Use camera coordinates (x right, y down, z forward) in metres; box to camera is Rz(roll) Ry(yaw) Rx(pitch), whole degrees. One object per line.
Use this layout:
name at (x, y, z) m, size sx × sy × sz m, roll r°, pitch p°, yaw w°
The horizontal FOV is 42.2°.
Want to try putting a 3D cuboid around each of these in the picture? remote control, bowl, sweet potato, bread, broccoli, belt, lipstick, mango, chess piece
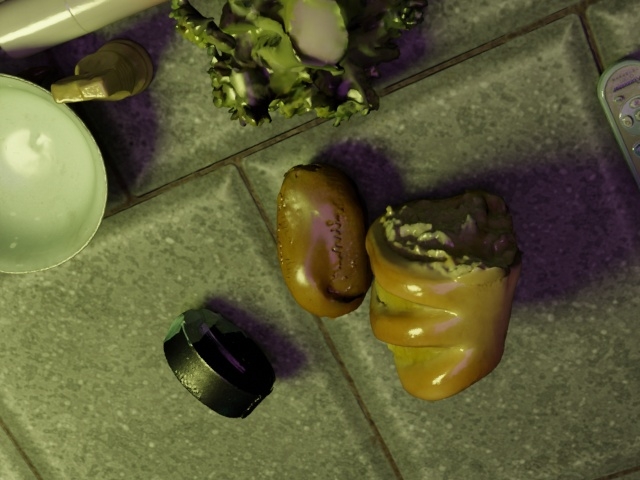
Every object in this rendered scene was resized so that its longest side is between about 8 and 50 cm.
remote control at (0.484, -0.156, 1.230) m, size 0.087 × 0.047 × 0.244 m, roll -26°, pitch 107°, yaw 11°
bowl at (-0.459, -0.118, 1.275) m, size 0.314 × 0.146 × 0.313 m, roll 2°, pitch 114°, yaw 5°
sweet potato at (-0.476, -0.235, 1.289) m, size 0.153 × 0.038 × 0.041 m, roll -17°, pitch 86°, yaw 20°
bread at (0.164, 0.072, 1.213) m, size 0.212 × 0.315 × 0.270 m, roll 7°, pitch 118°, yaw 5°
broccoli at (-0.035, -0.310, 1.116) m, size 0.324 × 0.272 × 0.334 m, roll 21°, pitch 110°, yaw 14°
belt at (-0.168, 0.198, 1.377) m, size 0.198 × 0.151 × 0.078 m, roll 41°, pitch 114°, yaw -1°
lipstick at (-0.313, -0.357, 1.197) m, size 0.327 × 0.087 × 0.087 m, roll -18°, pitch 109°, yaw 11°
mango at (0.000, 0.000, 1.283) m, size 0.151 × 0.156 × 0.248 m, roll 7°, pitch 117°, yaw 42°
chess piece at (-0.309, -0.232, 1.186) m, size 0.090 × 0.200 × 0.090 m, roll 2°, pitch 111°, yaw 5°
